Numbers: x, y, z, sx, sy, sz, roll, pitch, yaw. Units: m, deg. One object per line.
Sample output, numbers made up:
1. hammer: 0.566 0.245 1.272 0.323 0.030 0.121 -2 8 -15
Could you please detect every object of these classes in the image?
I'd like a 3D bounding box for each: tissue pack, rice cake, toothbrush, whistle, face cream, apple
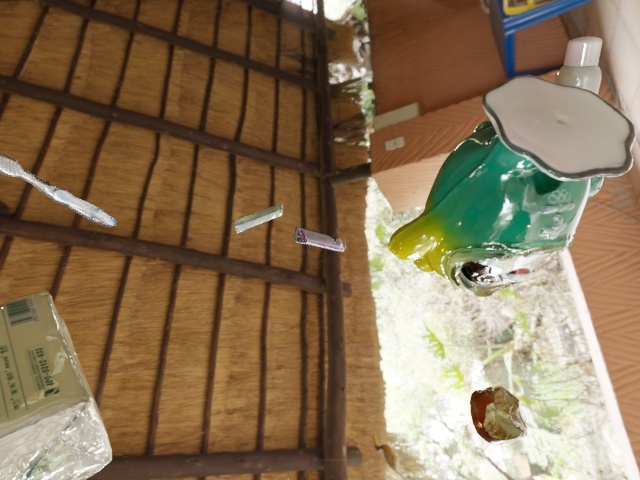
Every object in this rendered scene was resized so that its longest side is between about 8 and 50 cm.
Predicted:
1. tissue pack: -0.590 0.293 0.744 0.297 0.380 0.207 -20 -53 -32
2. rice cake: -0.224 -0.080 1.494 0.034 0.210 0.043 51 -151 -42
3. toothbrush: -0.568 -0.096 0.913 0.035 0.042 0.413 -62 -12 -12
4. whistle: 0.000 0.000 0.936 0.176 0.033 0.033 14 -116 -51
5. face cream: 0.508 -0.262 0.835 0.082 0.081 0.269 -62 -28 -58
6. apple: 0.523 0.518 1.229 0.147 0.155 0.158 110 149 -51

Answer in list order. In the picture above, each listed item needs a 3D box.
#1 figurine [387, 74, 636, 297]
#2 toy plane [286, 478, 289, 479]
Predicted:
1. figurine: 0.277 -0.057 0.643 0.340 0.323 0.232 105 154 -54
2. toy plane: -0.024 0.540 0.766 0.162 0.065 0.171 46 -157 -44
